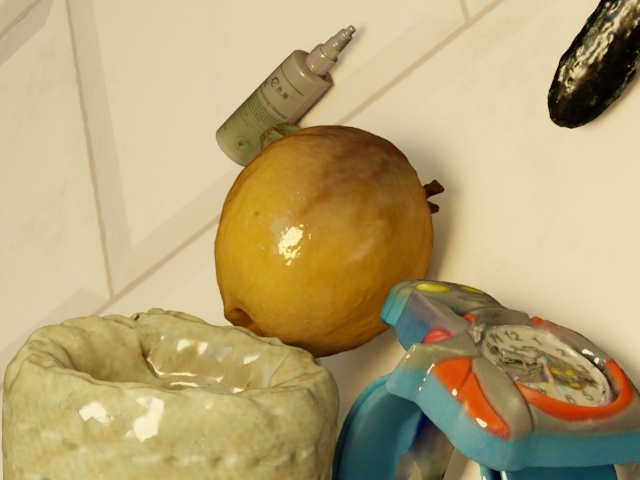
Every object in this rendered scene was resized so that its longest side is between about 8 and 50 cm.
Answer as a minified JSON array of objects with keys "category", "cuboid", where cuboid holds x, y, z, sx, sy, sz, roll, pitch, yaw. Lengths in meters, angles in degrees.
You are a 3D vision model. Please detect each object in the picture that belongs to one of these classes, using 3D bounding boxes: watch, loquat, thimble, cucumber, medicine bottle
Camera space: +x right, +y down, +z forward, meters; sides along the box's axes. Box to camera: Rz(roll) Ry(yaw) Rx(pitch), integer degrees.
[{"category":"watch","cuboid":[0.111,0.187,1.692,0.305,0.241,0.274,41,119,48]},{"category":"loquat","cuboid":[0.000,0.000,1.871,0.193,0.238,0.238,34,100,40]},{"category":"thimble","cuboid":[-0.138,0.185,1.722,0.291,0.291,0.195,21,109,49]},{"category":"cucumber","cuboid":[0.300,-0.223,1.751,0.303,0.072,0.081,-48,45,23]},{"category":"medicine bottle","cuboid":[-0.030,-0.160,2.096,0.199,0.058,0.057,-43,47,27]}]

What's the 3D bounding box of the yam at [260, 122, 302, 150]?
[{"category":"yam","cuboid":[-0.022,-0.068,2.040,0.070,0.070,0.146,-35,51,33]}]
